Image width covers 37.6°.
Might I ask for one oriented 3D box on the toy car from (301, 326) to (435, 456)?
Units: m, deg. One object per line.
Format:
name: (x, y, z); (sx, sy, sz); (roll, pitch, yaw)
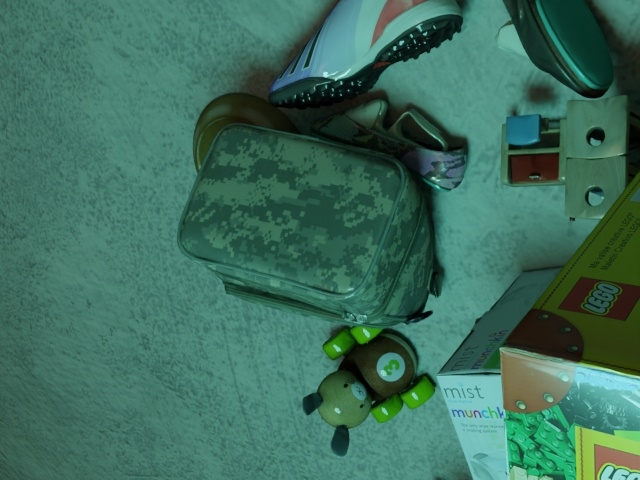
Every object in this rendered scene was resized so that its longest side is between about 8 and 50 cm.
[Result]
toy car: (0.050, 0.229, 1.412); (0.155, 0.188, 0.149); (52, 135, -1)

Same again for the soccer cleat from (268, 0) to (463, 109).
soccer cleat: (0.042, -0.259, 1.194); (0.318, 0.108, 0.117); (-23, 79, 47)

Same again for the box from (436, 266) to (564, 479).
box: (0.279, 0.191, 1.159); (0.126, 0.262, 0.231); (-6, 111, 39)

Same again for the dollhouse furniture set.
dollhouse furniture set: (0.273, -0.079, 1.055); (0.183, 0.129, 0.129); (0, 86, 37)

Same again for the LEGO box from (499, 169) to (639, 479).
LEGO box: (0.365, 0.142, 0.892); (0.193, 0.500, 0.373); (10, 121, 33)

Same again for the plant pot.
plant pot: (-0.110, -0.108, 1.441); (0.236, 0.032, 0.236); (19, 126, 29)

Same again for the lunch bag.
lunch bag: (0.000, 0.000, 1.271); (0.305, 0.213, 0.256); (13, 167, 23)

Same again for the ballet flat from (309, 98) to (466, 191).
ballet flat: (0.093, -0.139, 1.243); (0.221, 0.077, 0.079); (25, 111, 18)

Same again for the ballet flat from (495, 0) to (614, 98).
ballet flat: (0.228, -0.274, 1.040); (0.096, 0.095, 0.281); (-26, 88, 54)
